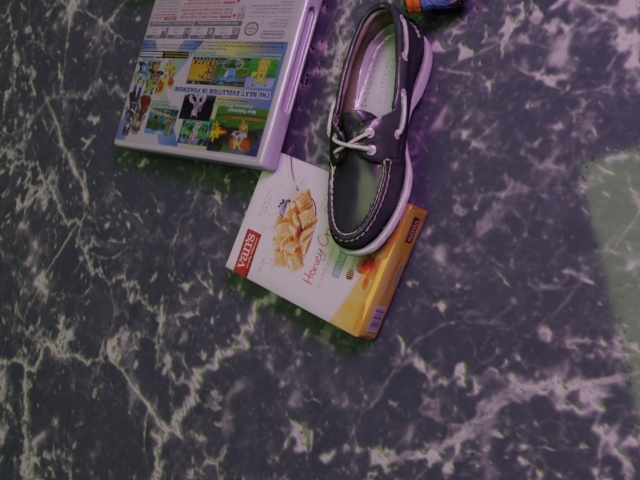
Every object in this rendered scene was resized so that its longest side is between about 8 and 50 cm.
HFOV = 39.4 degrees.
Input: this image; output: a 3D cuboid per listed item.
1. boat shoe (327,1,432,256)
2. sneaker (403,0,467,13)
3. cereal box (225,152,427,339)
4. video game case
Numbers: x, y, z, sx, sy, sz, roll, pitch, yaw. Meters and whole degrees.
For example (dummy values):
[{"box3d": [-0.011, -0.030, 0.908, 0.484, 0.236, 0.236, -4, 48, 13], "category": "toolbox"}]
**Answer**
[{"box3d": [0.054, -0.134, 1.052, 0.114, 0.091, 0.302, -2, 69, 31], "category": "boat shoe"}, {"box3d": [0.156, -0.371, 1.074, 0.087, 0.083, 0.221, 9, 81, 10], "category": "sneaker"}, {"box3d": [0.000, 0.000, 1.130, 0.240, 0.047, 0.173, 24, 95, 36], "category": "cereal box"}, {"box3d": [-0.147, -0.259, 1.263, 0.329, 0.036, 0.300, 12, 85, 41], "category": "video game case"}]
